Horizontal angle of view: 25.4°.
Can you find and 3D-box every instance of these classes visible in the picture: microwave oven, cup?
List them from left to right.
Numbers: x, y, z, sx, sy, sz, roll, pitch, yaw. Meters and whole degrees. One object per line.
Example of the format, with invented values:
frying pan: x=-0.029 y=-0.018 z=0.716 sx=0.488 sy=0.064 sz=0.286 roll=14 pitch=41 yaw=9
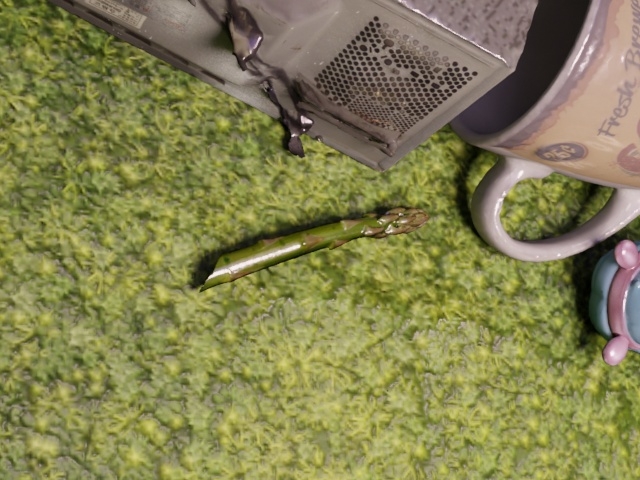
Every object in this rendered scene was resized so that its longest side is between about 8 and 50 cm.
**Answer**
microwave oven: x=-0.043 y=-0.304 z=1.164 sx=0.432 sy=0.236 sz=0.374 roll=26 pitch=64 yaw=-15
cup: x=0.259 y=-0.110 z=1.270 sx=0.257 sy=0.227 sz=0.301 roll=22 pitch=93 yaw=-22

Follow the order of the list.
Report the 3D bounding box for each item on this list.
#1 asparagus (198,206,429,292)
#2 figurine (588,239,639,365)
asparagus: x=0.000 y=0.001 z=1.191 sx=0.236 sy=0.034 sz=0.027 roll=-15 pitch=66 yaw=-28
figurine: x=0.356 y=0.071 z=1.312 sx=0.260 sy=0.103 sz=0.205 roll=-2 pitch=109 yaw=-28
